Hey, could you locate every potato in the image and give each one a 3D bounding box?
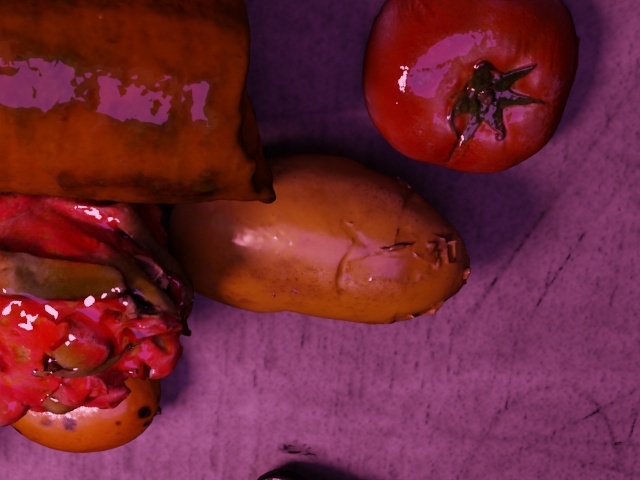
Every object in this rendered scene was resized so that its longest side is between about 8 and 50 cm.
[{"bbox_3d":[0.000,0.000,1.668,0.300,0.140,0.173,7,117,1],"label":"potato"}]

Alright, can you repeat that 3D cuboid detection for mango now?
[{"bbox_3d":[-0.254,0.168,1.771,0.178,0.090,0.115,-10,106,6],"label":"mango"}]

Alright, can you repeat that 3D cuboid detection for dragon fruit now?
[{"bbox_3d":[-0.248,0.056,1.605,0.302,0.231,0.237,-6,105,35],"label":"dragon fruit"}]

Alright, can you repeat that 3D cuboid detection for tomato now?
[{"bbox_3d":[0.152,-0.155,1.629,0.225,0.085,0.225,-2,116,-5],"label":"tomato"}]

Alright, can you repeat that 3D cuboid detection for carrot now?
[{"bbox_3d":[-0.199,-0.152,1.515,0.340,0.241,0.242,5,118,-12],"label":"carrot"}]

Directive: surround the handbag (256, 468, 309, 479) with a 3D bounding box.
[{"bbox_3d":[-0.046,0.407,1.921,0.191,0.075,0.332,22,116,-14],"label":"handbag"}]
